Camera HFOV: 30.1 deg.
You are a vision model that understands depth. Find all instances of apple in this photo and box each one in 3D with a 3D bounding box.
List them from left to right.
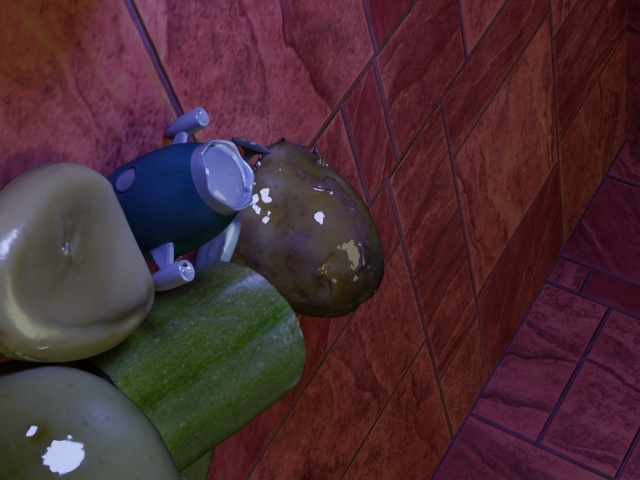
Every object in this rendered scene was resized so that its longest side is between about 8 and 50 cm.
[{"bbox_3d":[-0.388,0.385,1.484,0.473,0.473,0.474,-43,145,-41],"label":"apple"}]

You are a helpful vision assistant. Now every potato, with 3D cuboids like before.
[{"bbox_3d":[0.000,0.000,2.136,0.301,0.237,0.289,-57,152,-22],"label":"potato"}]

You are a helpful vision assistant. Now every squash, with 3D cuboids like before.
[{"bbox_3d":[-0.237,0.214,1.834,0.384,0.263,0.263,-31,137,-49],"label":"squash"}]

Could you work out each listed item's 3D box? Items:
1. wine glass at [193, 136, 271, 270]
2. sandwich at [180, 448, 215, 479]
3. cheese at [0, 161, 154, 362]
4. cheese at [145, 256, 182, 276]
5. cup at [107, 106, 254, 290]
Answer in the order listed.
[{"bbox_3d":[-0.157,-0.039,2.003,0.074,0.074,0.262,3,109,-63],"label":"wine glass"},{"bbox_3d":[-0.286,0.436,2.131,0.214,0.065,0.186,-4,114,-61],"label":"sandwich"},{"bbox_3d":[-0.349,0.035,1.524,0.316,0.128,0.260,-28,93,-58],"label":"cheese"},{"bbox_3d":[-0.288,-0.010,1.781,0.244,0.062,0.155,42,67,-49],"label":"cheese"},{"bbox_3d":[-0.193,-0.068,1.718,0.167,0.173,0.300,32,47,-40],"label":"cup"}]
